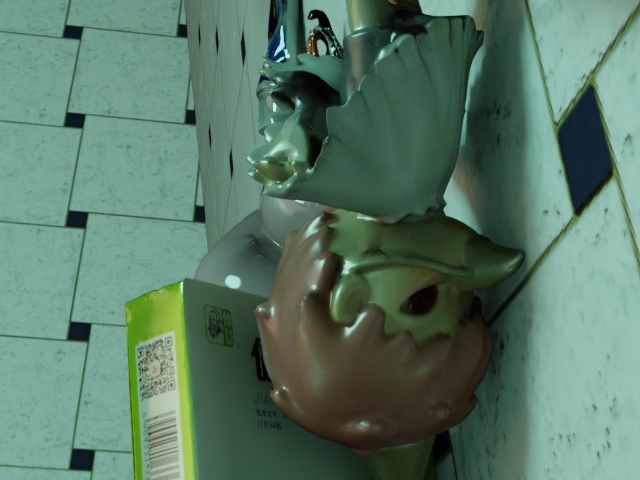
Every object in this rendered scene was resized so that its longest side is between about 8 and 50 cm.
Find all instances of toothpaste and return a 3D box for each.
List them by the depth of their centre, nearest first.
[{"bbox_3d":[-0.046,-0.256,1.321,0.096,0.061,0.266,120,152,-73],"label":"toothpaste"}]

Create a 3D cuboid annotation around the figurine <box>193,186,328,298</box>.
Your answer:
[{"bbox_3d":[0.000,0.000,0.948,0.176,0.186,0.288,29,110,26],"label":"figurine"}]

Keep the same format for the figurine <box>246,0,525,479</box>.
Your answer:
[{"bbox_3d":[0.042,0.015,0.657,0.207,0.166,0.387,-22,-69,-65],"label":"figurine"}]

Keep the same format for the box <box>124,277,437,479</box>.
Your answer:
[{"bbox_3d":[-0.016,0.137,0.747,0.062,0.260,0.175,-22,65,35],"label":"box"}]

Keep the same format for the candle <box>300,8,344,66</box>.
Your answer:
[{"bbox_3d":[-0.004,-0.082,1.102,0.084,0.059,0.302,-144,52,-65],"label":"candle"}]
